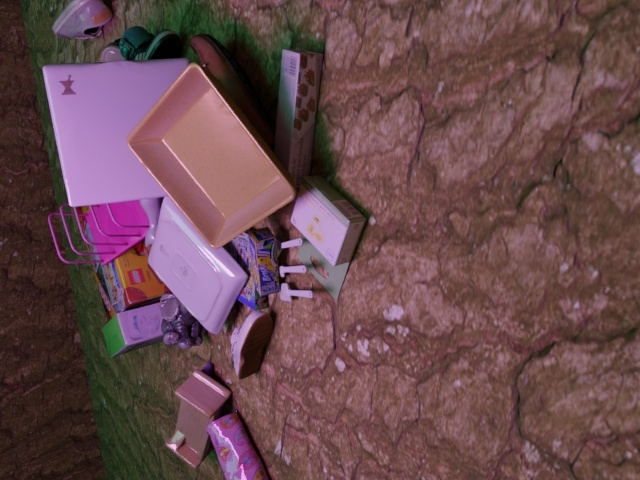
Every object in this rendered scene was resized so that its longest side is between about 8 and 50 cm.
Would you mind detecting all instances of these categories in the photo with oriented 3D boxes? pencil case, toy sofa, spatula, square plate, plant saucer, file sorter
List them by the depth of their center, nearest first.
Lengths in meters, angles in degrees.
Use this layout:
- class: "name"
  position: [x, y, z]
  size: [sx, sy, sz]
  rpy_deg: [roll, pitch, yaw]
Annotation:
- class: "plant saucer"
  position: [-0.234, -0.179, 1.184]
  size: [0.332, 0.081, 0.333]
  rpy_deg: [-28, 103, 42]
- class: "spatula"
  position: [-0.078, 0.067, 1.284]
  size: [0.242, 0.019, 0.168]
  rpy_deg: [168, 92, -68]
- class: "square plate"
  position: [-0.381, 0.083, 1.551]
  size: [0.344, 0.049, 0.347]
  rpy_deg: [45, 137, 12]
- class: "pencil case"
  position: [-0.257, 0.687, 1.678]
  size: [0.284, 0.124, 0.124]
  rpy_deg: [56, 139, 26]
- class: "file sorter"
  position: [-0.719, -0.066, 1.753]
  size: [0.290, 0.182, 0.202]
  rpy_deg: [-29, 77, 25]
- class: "toy sofa"
  position: [-0.410, 0.606, 1.854]
  size: [0.150, 0.177, 0.363]
  rpy_deg: [31, 128, 14]

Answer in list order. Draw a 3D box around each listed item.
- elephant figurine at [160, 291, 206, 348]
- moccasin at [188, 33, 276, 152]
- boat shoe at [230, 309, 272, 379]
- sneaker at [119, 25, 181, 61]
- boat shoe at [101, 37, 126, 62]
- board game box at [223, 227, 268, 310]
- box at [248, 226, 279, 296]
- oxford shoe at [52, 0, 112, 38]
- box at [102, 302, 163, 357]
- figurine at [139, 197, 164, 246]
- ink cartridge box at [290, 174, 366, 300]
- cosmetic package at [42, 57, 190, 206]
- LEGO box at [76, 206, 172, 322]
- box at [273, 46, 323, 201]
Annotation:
- class: "elephant figurine"
  position: [-0.443, 0.220, 1.770]
  size: [0.169, 0.185, 0.240]
  rpy_deg: [-85, 5, -76]
- class: "moccasin"
  position: [-0.225, -0.335, 1.275]
  size: [0.146, 0.139, 0.380]
  rpy_deg: [-33, 78, 9]
- class: "boat shoe"
  position: [-0.210, 0.278, 1.497]
  size: [0.096, 0.098, 0.277]
  rpy_deg: [50, 137, 30]
- class: "sneaker"
  position: [-0.521, -0.588, 1.623]
  size: [0.295, 0.123, 0.179]
  rpy_deg: [-34, 83, 53]
- class: "boat shoe"
  position: [-0.735, -0.570, 1.919]
  size: [0.340, 0.127, 0.113]
  rpy_deg: [111, 161, -48]
- class: "board game box"
  position: [-0.254, 0.047, 1.527]
  size: [0.317, 0.046, 0.214]
  rpy_deg: [22, 117, 48]
- class: "box"
  position: [-0.141, 0.054, 1.333]
  size: [0.059, 0.054, 0.169]
  rpy_deg: [-130, 32, -49]
- class: "oxford shoe"
  position: [-0.913, -0.832, 2.048]
  size: [0.449, 0.169, 0.130]
  rpy_deg: [7, 142, 53]
- class: "box"
  position: [-0.661, 0.331, 2.000]
  size: [0.262, 0.231, 0.127]
  rpy_deg: [-33, 75, 52]
- class: "figurine"
  position: [-0.465, -0.064, 1.648]
  size: [0.214, 0.092, 0.210]
  rpy_deg: [6, 105, 22]
- class: "ink cartridge box"
  position: [0.000, 0.000, 1.170]
  size: [0.171, 0.056, 0.235]
  rpy_deg: [46, 132, 34]
- class: "cosmetic package"
  position: [-0.507, -0.291, 1.426]
  size: [0.393, 0.329, 0.328]
  rpy_deg: [-149, 52, -69]
- class: "LEGO box"
  position: [-0.758, 0.032, 2.065]
  size: [0.372, 0.193, 0.501]
  rpy_deg: [-34, 74, 52]
- class: "box"
  position: [-0.055, -0.243, 1.154]
  size: [0.067, 0.063, 0.324]
  rpy_deg: [33, 126, 43]
